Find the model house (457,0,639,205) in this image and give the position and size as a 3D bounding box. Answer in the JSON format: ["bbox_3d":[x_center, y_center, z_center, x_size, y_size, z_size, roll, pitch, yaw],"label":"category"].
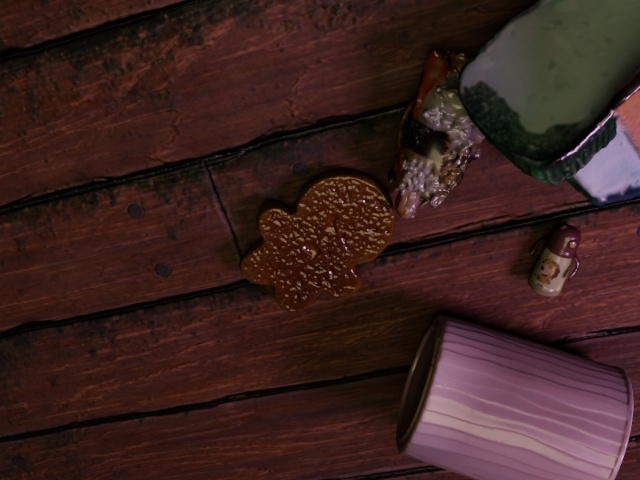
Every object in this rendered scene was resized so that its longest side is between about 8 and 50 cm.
[{"bbox_3d":[0.335,-0.146,0.995,0.253,0.184,0.291,-45,137,7],"label":"model house"}]

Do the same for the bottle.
[{"bbox_3d":[0.312,0.023,1.142,0.063,0.047,0.101,21,119,8],"label":"bottle"}]

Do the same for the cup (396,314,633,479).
[{"bbox_3d":[0.258,0.238,1.207,0.273,0.288,0.208,18,84,-1],"label":"cup"}]

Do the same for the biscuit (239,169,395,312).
[{"bbox_3d":[0.000,0.000,1.179,0.180,0.039,0.236,44,115,-13],"label":"biscuit"}]

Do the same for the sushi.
[{"bbox_3d":[0.147,-0.119,1.058,0.097,0.103,0.226,7,123,-14],"label":"sushi"}]
